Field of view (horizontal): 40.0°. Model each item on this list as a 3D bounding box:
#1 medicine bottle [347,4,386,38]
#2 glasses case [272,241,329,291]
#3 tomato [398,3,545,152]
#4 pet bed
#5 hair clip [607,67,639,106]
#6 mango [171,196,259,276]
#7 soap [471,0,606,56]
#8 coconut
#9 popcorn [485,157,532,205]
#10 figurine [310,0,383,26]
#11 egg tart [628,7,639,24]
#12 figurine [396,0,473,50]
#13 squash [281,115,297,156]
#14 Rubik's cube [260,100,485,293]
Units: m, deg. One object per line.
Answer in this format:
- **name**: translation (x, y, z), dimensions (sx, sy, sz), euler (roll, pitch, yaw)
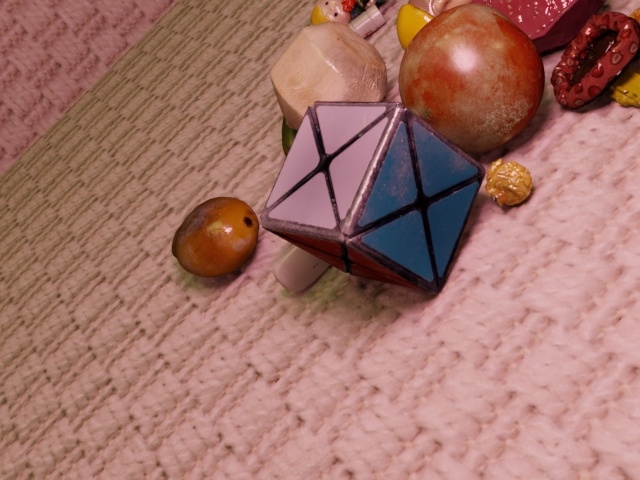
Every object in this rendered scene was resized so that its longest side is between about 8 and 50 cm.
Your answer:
- **medicine bottle**: translation (0.120, -0.562, 2.280), dimensions (0.089, 0.057, 0.057), euler (-35, 34, 13)
- **glasses case**: translation (0.000, 0.000, 1.733), dimensions (0.233, 0.092, 0.059), euler (-47, 31, -10)
- **tomato**: translation (0.264, -0.286, 1.612), dimensions (0.222, 0.270, 0.270), euler (-31, 27, -27)
- **pet bed**: translation (0.491, -0.325, 1.581), dimensions (0.201, 0.053, 0.201), euler (-55, 16, 23)
- **hair clip**: translation (0.546, -0.253, 1.493), dimensions (0.072, 0.046, 0.173), euler (-37, 25, 5)
- **mango**: translation (-0.243, -0.006, 1.956), dimensions (0.193, 0.146, 0.316), euler (-55, 21, -21)
- **soap**: translation (0.411, -0.457, 1.736), dimensions (0.289, 0.112, 0.182), euler (-13, 80, 42)
- **coconut**: translation (0.014, -0.347, 1.987), dimensions (0.247, 0.244, 0.245), euler (-49, 28, 26)
- **popcorn**: translation (0.317, -0.092, 1.517), dimensions (0.084, 0.084, 0.084), euler (-27, 36, 22)
- **figurine**: translation (0.065, -0.612, 2.325), dimensions (0.234, 0.127, 0.185), euler (-32, 14, -9)
- **egg tart**: translation (0.602, -0.380, 1.576), dimensions (0.130, 0.052, 0.130), euler (-27, 35, 21)
- **figurine**: translation (0.291, -0.538, 1.872), dimensions (0.187, 0.215, 0.344), euler (38, 119, 25)
- **squash**: translation (-0.052, -0.287, 2.130), dimensions (0.080, 0.071, 0.319), euler (-19, 40, 26)
- **Rubik's cube**: translation (0.092, -0.079, 1.529), dimensions (0.254, 0.259, 0.260), euler (10, 77, 49)
